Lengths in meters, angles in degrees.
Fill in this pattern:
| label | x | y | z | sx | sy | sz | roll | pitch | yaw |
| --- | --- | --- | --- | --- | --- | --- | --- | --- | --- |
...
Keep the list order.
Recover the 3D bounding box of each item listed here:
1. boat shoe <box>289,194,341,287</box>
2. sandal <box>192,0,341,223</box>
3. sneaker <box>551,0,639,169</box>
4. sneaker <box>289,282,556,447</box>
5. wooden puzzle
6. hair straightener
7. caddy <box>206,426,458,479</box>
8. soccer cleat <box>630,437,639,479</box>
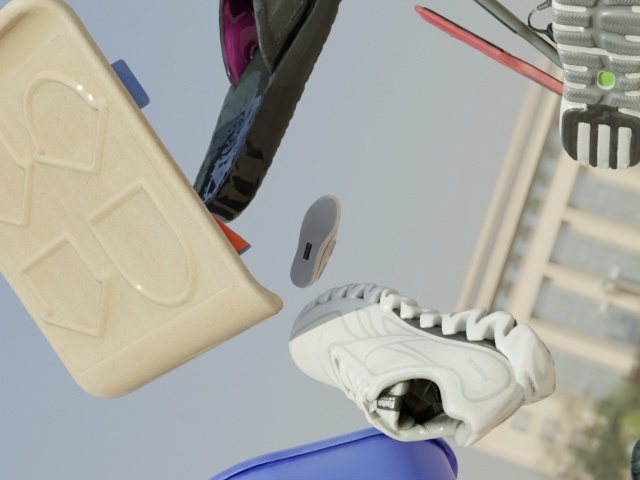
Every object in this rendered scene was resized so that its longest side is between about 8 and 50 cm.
| label | x | y | z | sx | sy | sz | roll | pitch | yaw |
| --- | --- | --- | --- | --- | --- | --- | --- | --- | --- |
| boat shoe | 0.000 | 0.000 | 1.888 | 0.035 | 0.035 | 0.100 | -12 | -58 | -62 |
| sandal | -0.058 | -0.235 | 2.020 | 0.167 | 0.107 | 0.445 | -27 | 39 | 62 |
| sneaker | 0.208 | -0.168 | 1.311 | 0.228 | 0.086 | 0.132 | 92 | -167 | -50 |
| sneaker | 0.063 | 0.113 | 1.662 | 0.118 | 0.292 | 0.110 | -44 | -60 | -30 |
| wooden puzzle | -0.209 | -0.037 | 1.722 | 0.080 | 0.348 | 0.322 | -42 | 8 | -38 |
| hair straightener | 0.196 | -0.178 | 1.631 | 0.089 | 0.230 | 0.047 | -59 | -20 | 8 |
| caddy | -0.001 | 0.312 | 1.963 | 0.241 | 0.341 | 0.179 | 98 | 153 | -46 |
| soccer cleat | 0.339 | 0.279 | 1.851 | 0.072 | 0.060 | 0.179 | -29 | -71 | -67 |
